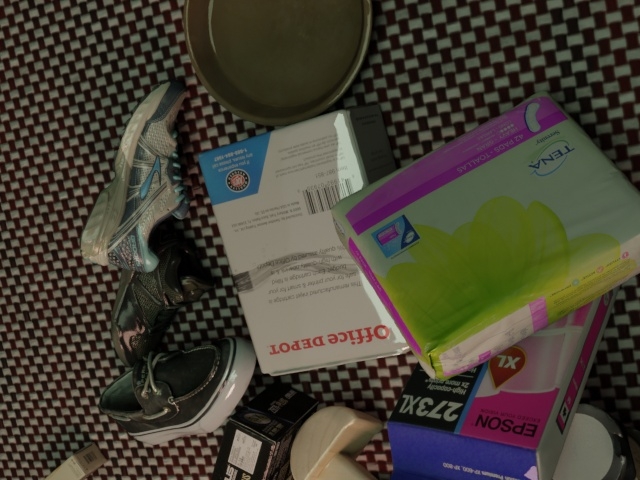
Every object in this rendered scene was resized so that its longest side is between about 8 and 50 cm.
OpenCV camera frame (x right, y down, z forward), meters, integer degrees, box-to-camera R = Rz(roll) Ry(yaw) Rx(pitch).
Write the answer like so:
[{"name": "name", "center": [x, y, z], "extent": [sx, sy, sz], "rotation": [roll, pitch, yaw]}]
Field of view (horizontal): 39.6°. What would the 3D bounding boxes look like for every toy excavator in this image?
[{"name": "toy excavator", "center": [0.192, 0.337, 1.078], "extent": [0.445, 0.222, 0.433], "rotation": [-33, 56, 20]}]

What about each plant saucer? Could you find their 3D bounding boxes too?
[{"name": "plant saucer", "center": [-0.055, -0.290, 1.172], "extent": [0.278, 0.041, 0.278], "rotation": [5, 101, 25]}]

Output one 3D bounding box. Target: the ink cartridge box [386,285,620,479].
[{"name": "ink cartridge box", "center": [0.196, 0.151, 0.983], "extent": [0.176, 0.371, 0.069], "rotation": [3, 139, 36]}]

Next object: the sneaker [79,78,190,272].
[{"name": "sneaker", "center": [-0.233, -0.087, 1.265], "extent": [0.122, 0.110, 0.283], "rotation": [21, 90, -3]}]

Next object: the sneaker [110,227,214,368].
[{"name": "sneaker", "center": [-0.236, 0.099, 1.325], "extent": [0.130, 0.087, 0.227], "rotation": [20, 104, 26]}]

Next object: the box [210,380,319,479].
[{"name": "box", "center": [-0.086, 0.315, 1.272], "extent": [0.077, 0.147, 0.180], "rotation": [23, 111, 18]}]

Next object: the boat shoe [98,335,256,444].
[{"name": "boat shoe", "center": [-0.218, 0.215, 1.271], "extent": [0.119, 0.121, 0.335], "rotation": [29, 138, -25]}]

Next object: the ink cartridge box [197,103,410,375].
[{"name": "ink cartridge box", "center": [0.000, 0.000, 1.168], "extent": [0.223, 0.129, 0.307], "rotation": [-13, 96, 25]}]

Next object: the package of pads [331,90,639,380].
[{"name": "package of pads", "center": [0.194, -0.007, 0.978], "extent": [0.296, 0.101, 0.229], "rotation": [-30, 58, -3]}]

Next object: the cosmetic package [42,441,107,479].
[{"name": "cosmetic package", "center": [-0.419, 0.392, 1.494], "extent": [0.115, 0.060, 0.041], "rotation": [-40, 83, 25]}]
